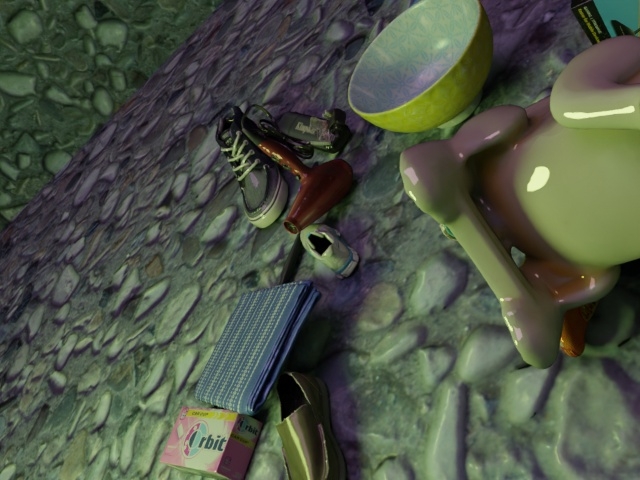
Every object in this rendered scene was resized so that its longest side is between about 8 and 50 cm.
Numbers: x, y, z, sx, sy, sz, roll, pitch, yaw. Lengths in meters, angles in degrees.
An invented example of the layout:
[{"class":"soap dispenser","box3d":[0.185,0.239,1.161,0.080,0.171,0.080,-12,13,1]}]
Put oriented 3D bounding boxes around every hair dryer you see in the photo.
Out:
[{"class":"hair dryer","box3d":[-0.045,-0.142,1.400,0.080,0.224,0.293,103,163,-61]}]

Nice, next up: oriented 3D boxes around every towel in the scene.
[{"class":"towel","box3d":[-0.123,0.192,1.252,0.243,0.040,0.336,-63,19,-19]}]

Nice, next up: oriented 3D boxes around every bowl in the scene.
[{"class":"bowl","box3d":[0.209,-0.299,1.276,0.289,0.156,0.289,-31,39,29]}]

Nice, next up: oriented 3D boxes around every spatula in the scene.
[{"class":"spatula","box3d":[-0.044,-0.033,1.427,0.030,0.084,0.296,10,64,4]}]

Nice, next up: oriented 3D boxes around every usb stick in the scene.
[{"class":"usb stick","box3d":[-0.023,-0.255,1.616,0.077,0.045,0.278,-54,33,-5]}]

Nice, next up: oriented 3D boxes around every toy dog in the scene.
[{"class":"toy dog","box3d":[0.364,-0.093,0.741,0.408,0.284,0.395,-31,-3,33]}]

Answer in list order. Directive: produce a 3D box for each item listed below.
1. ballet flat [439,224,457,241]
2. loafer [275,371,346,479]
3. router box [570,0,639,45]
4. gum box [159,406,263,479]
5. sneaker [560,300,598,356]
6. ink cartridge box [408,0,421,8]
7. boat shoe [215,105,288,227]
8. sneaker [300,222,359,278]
[{"class":"ballet flat","box3d":[0.278,-0.092,1.084,0.241,0.091,0.077,-46,3,1]},{"class":"loafer","box3d":[-0.031,0.302,1.054,0.094,0.087,0.251,-40,35,18]},{"class":"router box","box3d":[0.450,-0.298,0.961,0.133,0.179,0.046,-17,44,41]},{"class":"gum box","box3d":[-0.198,0.358,1.226,0.188,0.062,0.107,-11,51,45]},{"class":"sneaker","box3d":[0.324,0.064,0.874,0.067,0.064,0.175,-22,43,43]},{"class":"ink cartridge box","box3d":[0.290,-0.549,1.502,0.181,0.061,0.104,-49,33,3]},{"class":"boat shoe","box3d":[-0.176,-0.179,1.624,0.127,0.158,0.340,-38,35,20]},{"class":"sneaker","box3d":[0.000,0.000,1.312,0.071,0.083,0.191,-54,32,0]}]
